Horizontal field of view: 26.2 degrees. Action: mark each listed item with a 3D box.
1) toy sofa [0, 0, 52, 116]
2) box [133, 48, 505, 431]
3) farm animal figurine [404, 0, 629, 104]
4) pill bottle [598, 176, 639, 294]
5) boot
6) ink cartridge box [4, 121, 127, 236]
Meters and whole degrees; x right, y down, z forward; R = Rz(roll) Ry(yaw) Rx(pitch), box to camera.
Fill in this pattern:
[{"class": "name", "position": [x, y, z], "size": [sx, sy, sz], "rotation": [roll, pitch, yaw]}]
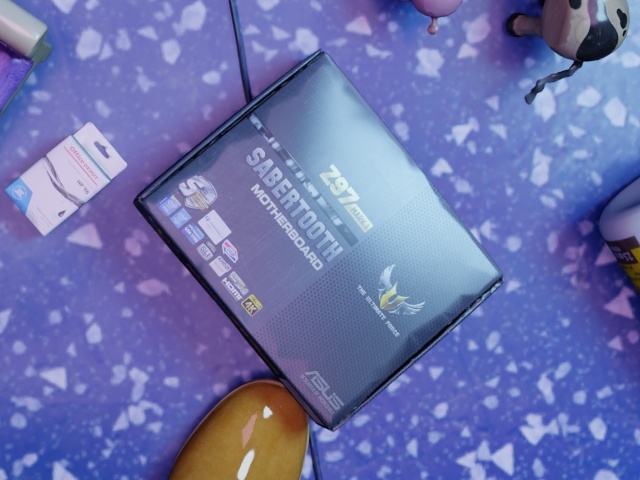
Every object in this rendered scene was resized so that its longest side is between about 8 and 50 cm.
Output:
[{"class": "toy sofa", "position": [-0.353, -0.043, 0.971], "size": [0.150, 0.177, 0.362], "rotation": [35, 90, -7]}, {"class": "box", "position": [0.000, 0.000, 1.053], "size": [0.183, 0.059, 0.232], "rotation": [-40, 97, -11]}, {"class": "farm animal figurine", "position": [0.150, -0.298, 0.941], "size": [0.330, 0.172, 0.326], "rotation": [33, 95, -28]}, {"class": "pill bottle", "position": [0.318, 0.042, 1.066], "size": [0.117, 0.117, 0.215], "rotation": [-35, 96, -1]}, {"class": "boot", "position": [-0.085, 0.251, 1.002], "size": [0.104, 0.211, 0.295], "rotation": [28, 92, -7]}, {"class": "ink cartridge box", "position": [-0.195, -0.048, 1.058], "size": [0.083, 0.028, 0.048], "rotation": [-40, 97, -1]}]
